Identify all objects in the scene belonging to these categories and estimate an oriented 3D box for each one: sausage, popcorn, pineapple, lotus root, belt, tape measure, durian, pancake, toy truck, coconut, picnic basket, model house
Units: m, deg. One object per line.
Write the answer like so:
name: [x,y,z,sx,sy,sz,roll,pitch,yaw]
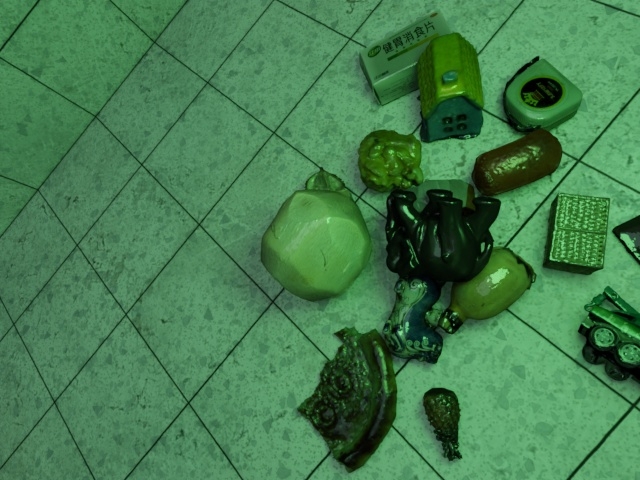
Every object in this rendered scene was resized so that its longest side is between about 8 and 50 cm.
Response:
sausage: [0.601,-0.235,1.293,0.267,0.153,0.141,-23,90,15]
popcorn: [0.239,-0.259,1.438,0.233,0.192,0.266,-25,60,-19]
pineapple: [0.359,0.530,1.211,0.108,0.108,0.198,-13,84,18]
lotus root: [0.465,0.150,1.224,0.310,0.183,0.183,-44,64,6]
belt: [0.356,-0.112,1.341,0.261,0.184,0.105,-7,72,21]
tape measure: [0.680,-0.454,1.352,0.207,0.115,0.235,-31,62,5]
durian: [0.020,-0.189,1.555,0.148,0.091,0.189,-14,66,5]
pancake: [0.101,0.486,1.340,0.304,0.067,0.427,25,87,28]
toy truck: [0.814,0.282,1.033,0.178,0.176,0.363,-43,53,-4]
coconut: [0.000,0.000,1.372,0.346,0.346,0.360,43,95,26]
picnic basket: [0.712,-0.014,1.185,0.134,0.154,0.197,8,82,19]
model house: [0.422,-0.493,1.369,0.215,0.303,0.237,-5,72,14]

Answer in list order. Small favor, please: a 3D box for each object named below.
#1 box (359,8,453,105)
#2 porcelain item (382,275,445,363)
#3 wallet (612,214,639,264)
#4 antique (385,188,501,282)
box: [0.320,-0.656,1.536,0.332,0.145,0.173,-22,66,16]
porcelain item: [0.302,0.227,1.294,0.186,0.138,0.288,15,84,18]
wallet: [0.991,-0.043,1.142,0.309,0.042,0.165,-30,64,12]
antique: [0.317,-0.009,1.182,0.322,0.185,0.255,18,116,38]
